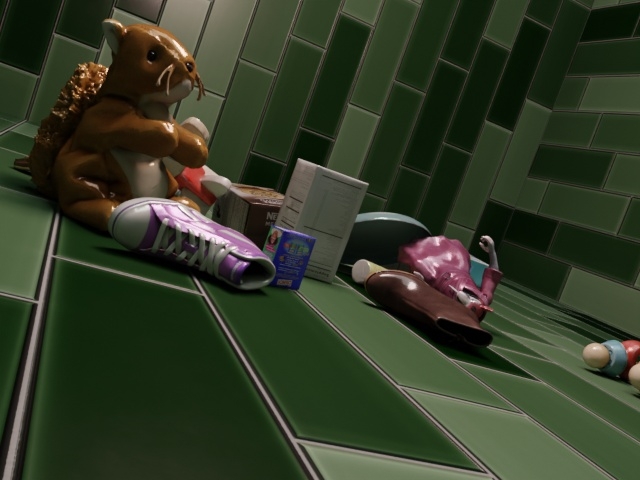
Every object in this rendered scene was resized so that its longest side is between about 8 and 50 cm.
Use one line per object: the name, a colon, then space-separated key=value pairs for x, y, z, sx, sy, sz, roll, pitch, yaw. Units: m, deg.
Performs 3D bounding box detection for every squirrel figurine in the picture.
squirrel figurine: x=-0.409 y=-0.244 z=1.319 sx=0.397 sy=0.370 sz=0.281 roll=18 pitch=13 yaw=29

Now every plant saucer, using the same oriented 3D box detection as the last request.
plant saucer: x=0.151 y=-0.005 z=1.863 sx=0.318 sy=0.043 sz=0.317 roll=-1 pitch=-24 yaw=0

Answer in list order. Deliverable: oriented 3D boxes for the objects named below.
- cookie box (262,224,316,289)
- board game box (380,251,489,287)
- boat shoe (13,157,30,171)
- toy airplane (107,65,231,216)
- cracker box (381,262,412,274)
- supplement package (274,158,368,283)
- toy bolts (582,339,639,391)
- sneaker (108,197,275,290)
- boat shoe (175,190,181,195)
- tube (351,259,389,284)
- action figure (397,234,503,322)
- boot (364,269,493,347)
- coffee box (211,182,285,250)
cookie box: x=-0.067 y=0.034 z=1.271 sx=0.092 sy=0.107 sz=0.040 roll=15 pitch=6 yaw=-46
board game box: x=0.337 y=0.038 z=2.133 sx=0.336 sy=0.079 sz=0.254 roll=19 pitch=6 yaw=-8
boat shoe: x=-0.633 y=-0.191 z=1.566 sx=0.178 sy=0.060 sz=0.064 roll=-1 pitch=4 yaw=11
toy airplane: x=-0.413 y=-0.198 z=1.658 sx=0.384 sy=0.386 sz=0.272 roll=31 pitch=49 yaw=27
cracker box: x=0.272 y=0.088 z=2.176 sx=0.232 sy=0.067 sz=0.156 roll=20 pitch=5 yaw=-3
supplement package: x=-0.014 y=-0.046 z=1.535 sx=0.139 sy=0.244 sz=0.134 roll=18 pitch=6 yaw=-25
toy bolts: x=0.731 y=0.254 z=1.550 sx=0.159 sy=0.218 sz=0.228 roll=11 pitch=-10 yaw=-24
sneaker: x=-0.197 y=0.010 z=1.104 sx=0.282 sy=0.102 sz=0.161 roll=16 pitch=10 yaw=-37
boat shoe: x=-0.548 y=-0.217 z=2.225 sx=0.226 sy=0.083 sz=0.076 roll=23 pitch=5 yaw=30
tube: x=0.177 y=0.108 z=1.725 sx=0.062 sy=0.070 sz=0.240 roll=-24 pitch=-29 yaw=35
action figure: x=0.324 y=0.128 z=1.679 sx=0.248 sy=0.275 sz=0.370 roll=-15 pitch=29 yaw=-4
boot: x=0.215 y=0.134 z=1.358 sx=0.249 sy=0.090 sz=0.207 roll=23 pitch=3 yaw=-4
coffee box: x=-0.157 y=-0.063 z=1.726 sx=0.168 sy=0.118 sz=0.297 roll=7 pitch=12 yaw=-26
